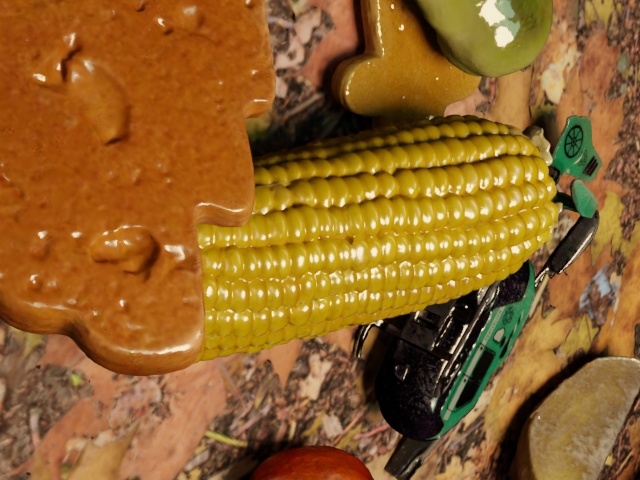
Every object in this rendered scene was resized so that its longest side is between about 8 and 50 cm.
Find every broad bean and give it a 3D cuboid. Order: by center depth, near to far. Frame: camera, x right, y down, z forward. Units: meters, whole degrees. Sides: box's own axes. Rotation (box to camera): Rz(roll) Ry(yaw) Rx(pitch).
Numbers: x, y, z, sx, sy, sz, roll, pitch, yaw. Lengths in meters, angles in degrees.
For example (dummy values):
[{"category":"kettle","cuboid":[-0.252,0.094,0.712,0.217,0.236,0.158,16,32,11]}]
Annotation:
[{"category":"broad bean","cuboid":[0.121,-0.201,0.737,0.124,0.082,0.174,-48,130,-24]}]

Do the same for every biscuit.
[{"category":"biscuit","cuboid":[-0.132,-0.079,0.556,0.284,0.043,0.306,42,62,-7]},{"category":"biscuit","cuboid":[0.070,-0.147,0.789,0.158,0.035,0.240,-12,112,-37]}]

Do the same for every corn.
[{"category":"corn","cuboid":[0.000,0.000,0.683,0.387,0.144,0.144,-17,116,-26]}]

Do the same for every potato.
[{"category":"potato","cuboid":[0.263,0.217,1.073,0.261,0.100,0.120,-48,171,-38]}]

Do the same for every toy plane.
[{"category":"toy plane","cuboid":[0.151,0.044,0.890,0.155,0.106,0.381,39,76,-49]}]

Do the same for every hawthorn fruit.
[{"category":"hawthorn fruit","cuboid":[-0.013,0.219,0.792,0.125,0.140,0.125,-49,164,-20]}]
